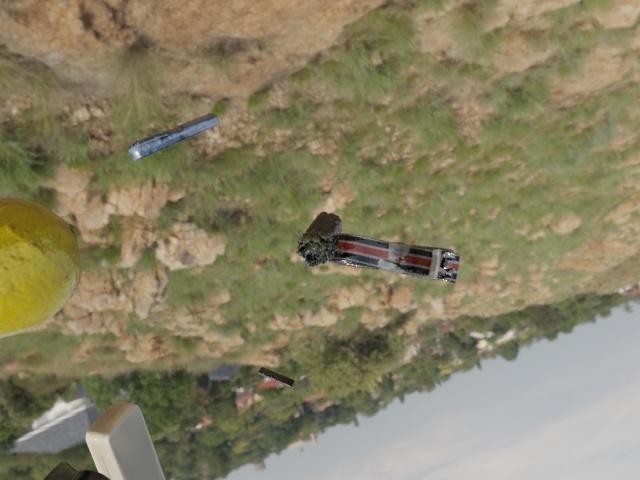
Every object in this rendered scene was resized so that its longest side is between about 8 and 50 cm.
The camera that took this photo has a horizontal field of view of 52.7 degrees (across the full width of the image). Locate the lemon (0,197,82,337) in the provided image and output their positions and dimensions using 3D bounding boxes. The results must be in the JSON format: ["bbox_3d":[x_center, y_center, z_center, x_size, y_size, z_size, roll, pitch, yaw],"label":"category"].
[{"bbox_3d":[-0.581,0.054,1.163,0.320,0.245,0.245,-35,174,-36],"label":"lemon"}]

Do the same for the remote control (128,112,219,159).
[{"bbox_3d":[-0.238,-0.171,1.050,0.152,0.027,0.043,-26,-159,-15],"label":"remote control"}]

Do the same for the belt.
[{"bbox_3d":[0.199,0.046,1.778,0.359,0.094,0.126,9,-179,11],"label":"belt"}]

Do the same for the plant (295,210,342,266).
[{"bbox_3d":[0.000,0.000,1.609,0.094,0.092,0.143,83,30,-52],"label":"plant"}]

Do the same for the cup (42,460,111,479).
[{"bbox_3d":[-0.370,0.530,1.080,0.308,0.292,0.242,-55,-179,-2],"label":"cup"}]

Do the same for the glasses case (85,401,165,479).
[{"bbox_3d":[-0.503,0.597,1.704,0.076,0.336,0.144,1,-155,23],"label":"glasses case"}]

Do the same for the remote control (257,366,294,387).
[{"bbox_3d":[-0.109,0.337,1.580,0.034,0.091,0.016,-51,161,-65],"label":"remote control"}]
